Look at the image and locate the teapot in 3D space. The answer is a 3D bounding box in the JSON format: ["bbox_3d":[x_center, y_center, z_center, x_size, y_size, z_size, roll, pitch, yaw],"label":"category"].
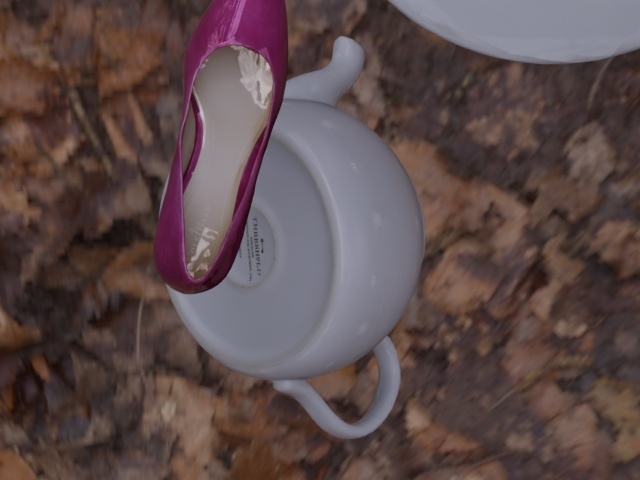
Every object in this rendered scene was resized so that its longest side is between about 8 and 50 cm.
[{"bbox_3d":[0.000,0.000,1.686,0.187,0.256,0.252,-7,46,-48],"label":"teapot"}]

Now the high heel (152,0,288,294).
[{"bbox_3d":[-0.069,-0.081,1.438,0.082,0.117,0.244,21,90,-13],"label":"high heel"}]

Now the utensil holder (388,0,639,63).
[{"bbox_3d":[0.135,-0.308,1.320,0.328,0.385,0.327,-1,109,-3],"label":"utensil holder"}]
